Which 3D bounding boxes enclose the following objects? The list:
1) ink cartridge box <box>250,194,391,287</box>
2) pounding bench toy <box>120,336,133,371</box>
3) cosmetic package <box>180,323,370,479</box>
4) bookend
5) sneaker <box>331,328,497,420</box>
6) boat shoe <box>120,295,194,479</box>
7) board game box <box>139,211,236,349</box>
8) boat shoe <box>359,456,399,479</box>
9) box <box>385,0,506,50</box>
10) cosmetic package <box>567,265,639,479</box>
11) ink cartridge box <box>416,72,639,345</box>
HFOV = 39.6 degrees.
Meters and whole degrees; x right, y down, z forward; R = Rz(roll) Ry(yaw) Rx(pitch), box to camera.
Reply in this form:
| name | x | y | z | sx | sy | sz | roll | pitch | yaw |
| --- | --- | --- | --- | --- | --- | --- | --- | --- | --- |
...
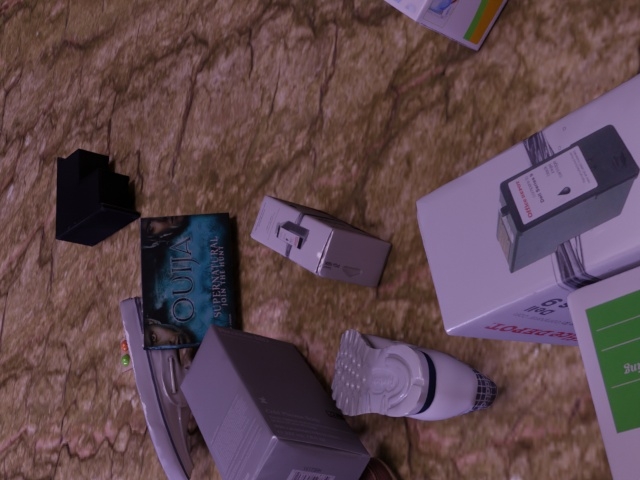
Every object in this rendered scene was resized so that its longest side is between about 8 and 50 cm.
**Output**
| name | x | y | z | sx | sy | sz | roll | pitch | yaw |
| --- | --- | --- | --- | --- | --- | --- | --- | --- | --- |
| ink cartridge box | 0.000 | 0.000 | 1.032 | 0.135 | 0.099 | 0.056 | 27 | 100 | 47 |
| pounding bench toy | -0.268 | 0.170 | 1.318 | 0.083 | 0.065 | 0.052 | -29 | 60 | 41 |
| cosmetic package | -0.059 | 0.200 | 0.999 | 0.107 | 0.127 | 0.238 | -63 | 33 | 16 |
| bookend | -0.378 | -0.091 | 1.504 | 0.156 | 0.072 | 0.157 | -26 | 61 | 41 |
| sneaker | 0.084 | 0.144 | 0.919 | 0.235 | 0.095 | 0.090 | -175 | 91 | -69 |
| boat shoe | -0.204 | 0.198 | 1.222 | 0.096 | 0.088 | 0.267 | 99 | 154 | -66 |
| board game box | -0.182 | 0.054 | 1.214 | 0.026 | 0.126 | 0.186 | 101 | 164 | -69 |
| boat shoe | 0.058 | 0.311 | 0.916 | 0.064 | 0.060 | 0.178 | -32 | 58 | 40 |
| box | 0.154 | -0.325 | 0.936 | 0.114 | 0.103 | 0.203 | 48 | 116 | 44 |
| cosmetic package | 0.305 | 0.181 | 0.527 | 0.197 | 0.155 | 0.365 | -30 | 58 | 38 |
| ink cartridge box | 0.250 | -0.020 | 0.670 | 0.289 | 0.211 | 0.121 | -31 | 60 | 41 |
